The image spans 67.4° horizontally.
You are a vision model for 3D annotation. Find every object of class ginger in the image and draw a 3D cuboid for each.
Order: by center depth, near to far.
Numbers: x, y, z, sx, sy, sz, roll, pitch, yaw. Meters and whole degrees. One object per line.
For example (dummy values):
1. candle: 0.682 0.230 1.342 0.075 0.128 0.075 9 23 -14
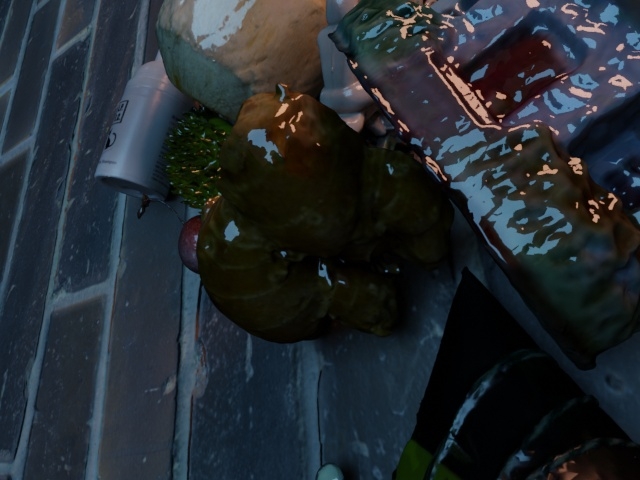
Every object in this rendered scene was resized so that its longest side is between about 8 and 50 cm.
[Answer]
1. ginger: -0.007 0.006 0.573 0.152 0.275 0.357 -92 22 -49

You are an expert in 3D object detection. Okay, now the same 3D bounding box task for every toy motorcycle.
1. toy motorcycle: 0.072 -0.227 0.648 0.108 0.223 0.340 15 83 41

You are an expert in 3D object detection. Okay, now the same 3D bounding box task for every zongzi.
1. zongzi: 0.191 0.196 0.405 0.384 0.319 0.361 -5 70 53

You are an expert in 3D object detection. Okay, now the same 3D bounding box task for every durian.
1. durian: -0.168 -0.137 0.844 0.352 0.169 0.158 34 119 40

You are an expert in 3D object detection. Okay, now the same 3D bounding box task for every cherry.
1. cherry: -0.230 -0.005 0.839 0.226 0.090 0.106 23 125 24

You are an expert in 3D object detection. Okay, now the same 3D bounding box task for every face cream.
1. face cream: -0.344 -0.277 1.008 0.146 0.145 0.369 3 75 36

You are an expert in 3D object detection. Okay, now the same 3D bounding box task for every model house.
1. model house: 0.260 -0.128 0.417 0.339 0.297 0.360 -36 62 16

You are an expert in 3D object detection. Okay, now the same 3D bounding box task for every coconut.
1. coconut: -0.093 -0.347 0.771 0.329 0.329 0.328 -14 65 31

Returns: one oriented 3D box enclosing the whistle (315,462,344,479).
1. whistle: -0.047 0.367 0.596 0.236 0.077 0.113 -37 46 26
